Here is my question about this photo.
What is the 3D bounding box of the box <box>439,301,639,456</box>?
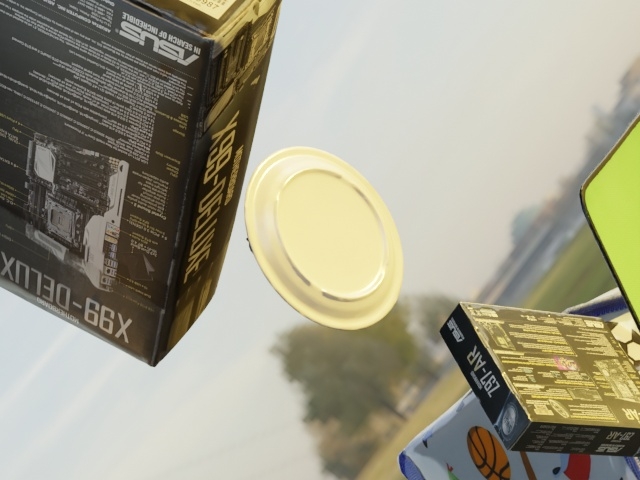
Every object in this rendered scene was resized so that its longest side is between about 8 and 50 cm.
[{"bbox_3d":[0.097,0.057,0.764,0.083,0.067,0.018,7,-51,-37],"label":"box"}]

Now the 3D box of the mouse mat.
[{"bbox_3d":[0.205,0.006,1.083,0.007,0.153,0.189,-20,13,32],"label":"mouse mat"}]

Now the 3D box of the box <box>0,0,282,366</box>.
[{"bbox_3d":[-0.183,-0.096,0.960,0.076,0.307,0.242,-54,-15,-41],"label":"box"}]

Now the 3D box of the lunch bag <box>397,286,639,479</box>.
[{"bbox_3d":[0.314,0.138,1.503,0.385,0.239,0.328,-25,-11,-29],"label":"lunch bag"}]

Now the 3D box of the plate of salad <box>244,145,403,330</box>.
[{"bbox_3d":[0.000,0.000,1.871,0.048,0.200,0.200,-31,11,45],"label":"plate of salad"}]
